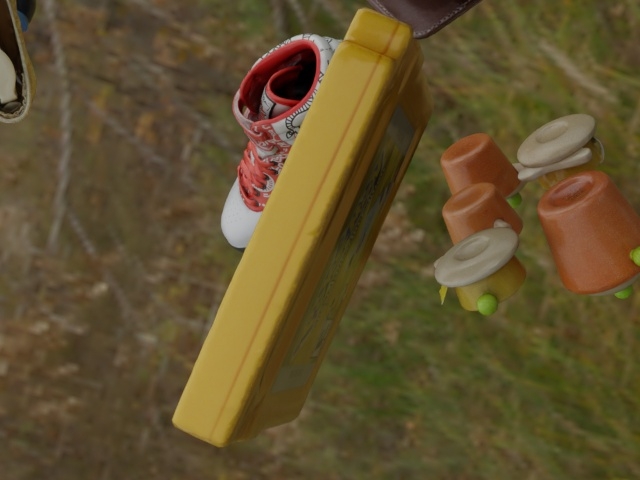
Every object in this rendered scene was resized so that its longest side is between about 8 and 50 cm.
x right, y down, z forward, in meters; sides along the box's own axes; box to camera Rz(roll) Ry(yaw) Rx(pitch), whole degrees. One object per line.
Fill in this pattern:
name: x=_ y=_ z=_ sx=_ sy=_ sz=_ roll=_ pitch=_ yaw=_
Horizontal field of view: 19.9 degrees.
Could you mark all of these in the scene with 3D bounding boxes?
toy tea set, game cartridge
toy tea set: x=0.217 y=-0.015 z=1.802 sx=0.200 sy=0.124 sz=0.336 roll=-26 pitch=22 yaw=13
game cartridge: x=0.000 y=0.000 z=1.253 sx=0.324 sy=0.053 sz=0.285 roll=25 pitch=-91 yaw=-85

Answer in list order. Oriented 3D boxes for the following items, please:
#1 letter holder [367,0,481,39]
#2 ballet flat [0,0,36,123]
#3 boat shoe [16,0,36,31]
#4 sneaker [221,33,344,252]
letter holder: x=0.070 y=-0.361 z=1.632 sx=0.214 sy=0.302 sz=0.152 roll=-35 pitch=-12 yaw=-5
ballet flat: x=-0.222 y=-0.154 z=1.196 sx=0.052 sy=0.057 sz=0.168 roll=-116 pitch=6 yaw=-62
boat shoe: x=-0.379 y=-0.268 z=1.672 sx=0.109 sy=0.258 sz=0.089 roll=117 pitch=173 yaw=-70
sneaker: x=-0.043 y=-0.091 z=1.674 sx=0.270 sy=0.145 sz=0.090 roll=-40 pitch=56 yaw=32
